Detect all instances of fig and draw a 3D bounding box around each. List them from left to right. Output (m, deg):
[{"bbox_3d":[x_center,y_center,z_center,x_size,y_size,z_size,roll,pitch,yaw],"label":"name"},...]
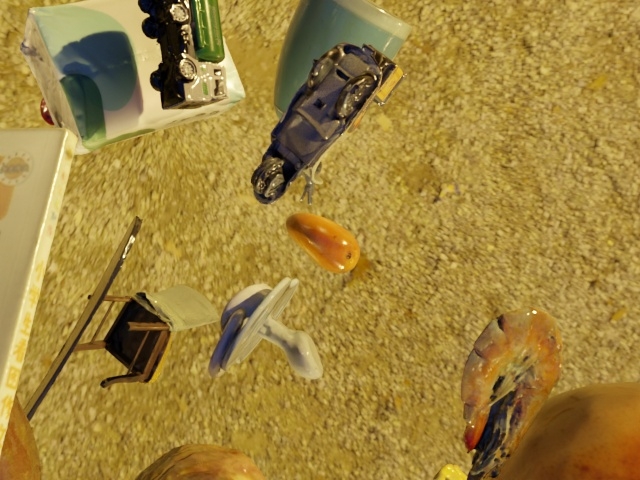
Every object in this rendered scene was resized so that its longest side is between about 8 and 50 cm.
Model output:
[{"bbox_3d":[-0.255,0.449,1.150,0.368,0.286,0.286,22,96,-36],"label":"fig"}]

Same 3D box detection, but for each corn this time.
[{"bbox_3d":[-0.430,0.283,1.877,0.080,0.231,0.080,0,116,1],"label":"corn"}]

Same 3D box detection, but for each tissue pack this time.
[{"bbox_3d":[-0.367,-0.340,1.442,0.356,0.194,0.266,-23,93,-29],"label":"tissue pack"}]

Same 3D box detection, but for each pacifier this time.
[{"bbox_3d":[-0.080,0.183,1.325,0.207,0.279,0.227,33,90,7],"label":"pacifier"}]

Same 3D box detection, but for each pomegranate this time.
[{"bbox_3d":[0.292,0.297,0.732,0.319,0.319,0.319,-3,102,-12],"label":"pomegranate"}]

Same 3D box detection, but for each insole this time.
[{"bbox_3d":[-0.294,0.107,0.879,0.012,0.110,0.309,31,90,-20],"label":"insole"}]

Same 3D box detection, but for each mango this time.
[{"bbox_3d":[0.000,0.000,1.848,0.219,0.145,0.112,31,80,18],"label":"mango"}]

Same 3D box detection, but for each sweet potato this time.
[{"bbox_3d":[-0.271,0.146,0.591,0.077,0.077,0.244,-8,99,-11],"label":"sweet potato"}]

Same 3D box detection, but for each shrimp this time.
[{"bbox_3d":[0.159,0.145,0.656,0.101,0.042,0.190,7,108,-22],"label":"shrimp"}]

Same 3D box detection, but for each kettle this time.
[{"bbox_3d":[0.006,-0.413,1.687,0.247,0.319,0.342,20,112,-27],"label":"kettle"}]

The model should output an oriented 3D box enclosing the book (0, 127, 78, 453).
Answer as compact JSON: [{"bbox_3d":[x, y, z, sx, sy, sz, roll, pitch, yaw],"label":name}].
[{"bbox_3d":[-0.252,0.075,0.387,0.208,0.020,0.295,2,71,18],"label":"book"}]

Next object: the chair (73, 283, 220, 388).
[{"bbox_3d":[-0.402,0.209,1.679,0.160,0.319,0.186,33,102,23],"label":"chair"}]

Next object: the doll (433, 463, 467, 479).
[{"bbox_3d":[0.245,0.415,1.001,0.098,0.135,0.241,-17,62,-18],"label":"doll"}]

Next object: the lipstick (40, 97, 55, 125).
[{"bbox_3d":[-0.490,-0.310,1.594,0.073,0.279,0.073,9,114,21],"label":"lipstick"}]

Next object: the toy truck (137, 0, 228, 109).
[{"bbox_3d":[-0.222,-0.343,1.230,0.125,0.101,0.242,-8,93,-42],"label":"toy truck"}]

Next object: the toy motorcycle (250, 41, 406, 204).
[{"bbox_3d":[0.002,-0.155,1.010,0.091,0.157,0.263,41,101,17],"label":"toy motorcycle"}]
